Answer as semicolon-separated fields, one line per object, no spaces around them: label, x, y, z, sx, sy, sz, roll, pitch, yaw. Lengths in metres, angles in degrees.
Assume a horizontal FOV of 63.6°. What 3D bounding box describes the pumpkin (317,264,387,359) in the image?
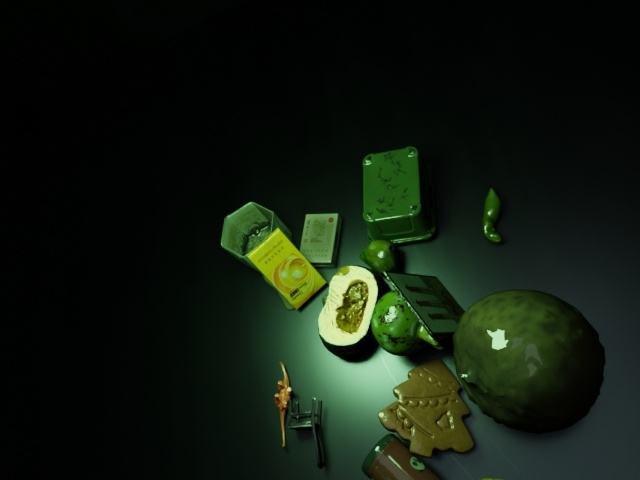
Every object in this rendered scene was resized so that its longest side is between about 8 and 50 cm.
pumpkin;0.092;0.237;1.755;0.221;0.139;0.317;12;75;24

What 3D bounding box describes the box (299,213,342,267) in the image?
box;0.000;0.000;1.945;0.140;0.058;0.201;-2;67;22

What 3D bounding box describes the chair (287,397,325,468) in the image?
chair;-0.046;0.624;1.665;0.101;0.084;0.213;-10;64;15

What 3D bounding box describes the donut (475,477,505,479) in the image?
donut;0.493;0.735;1.381;0.141;0.085;0.217;-35;56;5

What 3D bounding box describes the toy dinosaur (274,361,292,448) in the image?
toy dinosaur;-0.124;0.547;1.737;0.055;0.101;0.280;1;56;6

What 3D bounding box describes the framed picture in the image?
framed picture;0.345;0.191;1.568;0.013;0.323;0.244;-51;55;23

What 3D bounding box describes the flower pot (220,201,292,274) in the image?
flower pot;-0.240;-0.005;1.972;0.239;0.190;0.209;25;77;30

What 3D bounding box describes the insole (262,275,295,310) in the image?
insole;-0.155;0.163;1.967;0.086;0.005;0.253;-41;58;2

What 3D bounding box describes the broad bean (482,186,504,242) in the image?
broad bean;0.581;-0.091;1.744;0.070;0.048;0.214;-6;66;21

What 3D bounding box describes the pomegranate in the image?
pomegranate;0.273;0.258;1.584;0.263;0.211;0.211;16;74;43

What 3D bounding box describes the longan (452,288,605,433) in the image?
longan;0.546;0.321;1.371;0.390;0.391;0.392;-9;64;19

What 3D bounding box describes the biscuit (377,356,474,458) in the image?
biscuit;0.325;0.488;1.542;0.283;0.043;0.307;13;56;10

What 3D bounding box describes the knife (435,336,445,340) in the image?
knife;0.322;0.309;1.688;0.243;0.032;0.058;-4;61;17

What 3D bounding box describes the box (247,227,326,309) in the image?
box;-0.118;0.103;1.847;0.152;0.269;0.043;-42;15;-1

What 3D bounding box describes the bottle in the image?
bottle;0.279;0.711;1.447;0.336;0.144;0.144;37;85;32

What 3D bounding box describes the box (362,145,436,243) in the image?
box;0.271;-0.164;1.835;0.252;0.178;0.329;-8;64;18

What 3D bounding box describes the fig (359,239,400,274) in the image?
fig;0.198;0.057;1.801;0.156;0.123;0.123;-5;65;31
